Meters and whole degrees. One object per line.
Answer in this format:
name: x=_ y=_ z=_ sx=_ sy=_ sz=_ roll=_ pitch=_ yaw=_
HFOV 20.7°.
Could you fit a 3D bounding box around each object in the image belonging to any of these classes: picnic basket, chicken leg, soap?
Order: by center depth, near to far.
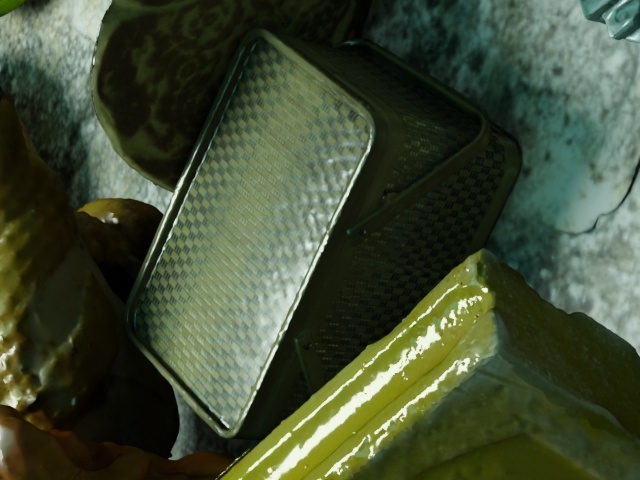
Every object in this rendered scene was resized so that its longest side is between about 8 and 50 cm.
soap: x=0.062 y=0.165 z=1.017 sx=0.315 sy=0.199 sz=0.091 roll=-43 pitch=23 yaw=29
picnic basket: x=0.000 y=0.000 z=1.174 sx=0.165 sy=0.139 sz=0.266 roll=41 pitch=113 yaw=43
chicken leg: x=-0.203 y=0.010 z=1.272 sx=0.182 sy=0.295 sz=0.409 roll=-7 pitch=108 yaw=35

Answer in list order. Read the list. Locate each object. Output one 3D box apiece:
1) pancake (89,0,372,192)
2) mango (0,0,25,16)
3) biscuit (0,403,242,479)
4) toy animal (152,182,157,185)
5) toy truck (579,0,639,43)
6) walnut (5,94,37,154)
pancake: x=-0.050 y=-0.137 z=1.183 sx=0.031 sy=0.250 sz=0.250 roll=35 pitch=110 yaw=32
mango: x=-0.264 y=-0.322 z=1.509 sx=0.343 sy=0.156 sz=0.192 roll=-51 pitch=47 yaw=32
biscuit: x=-0.145 y=0.270 z=1.168 sx=0.110 sy=0.312 sz=0.318 roll=-129 pitch=56 yaw=-65
toy animal: x=-0.069 y=-0.146 z=1.310 sx=0.116 sy=0.114 sz=0.255 roll=10 pitch=79 yaw=27
toy truck: x=0.265 y=-0.209 z=0.922 sx=0.338 sy=0.133 sz=0.184 roll=-16 pitch=77 yaw=45
walnut: x=-0.355 y=-0.050 z=1.527 sx=0.225 sy=0.225 sz=0.261 roll=-56 pitch=43 yaw=26
